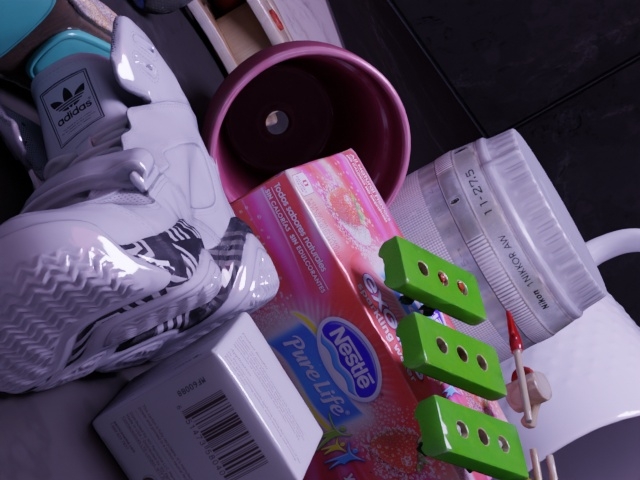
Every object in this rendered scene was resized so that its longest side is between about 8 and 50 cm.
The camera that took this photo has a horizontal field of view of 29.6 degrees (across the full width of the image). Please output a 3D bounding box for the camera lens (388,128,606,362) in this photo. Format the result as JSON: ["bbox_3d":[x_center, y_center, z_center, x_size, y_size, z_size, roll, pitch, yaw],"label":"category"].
[{"bbox_3d":[0.130,0.035,1.271,0.219,0.274,0.219,54,15,-23],"label":"camera lens"}]

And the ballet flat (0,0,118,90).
[{"bbox_3d":[-0.225,-0.169,0.853,0.106,0.107,0.316,53,4,20],"label":"ballet flat"}]

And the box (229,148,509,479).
[{"bbox_3d":[0.020,0.091,1.015,0.300,0.142,0.154,61,25,2],"label":"box"}]

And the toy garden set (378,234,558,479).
[{"bbox_3d":[0.126,0.139,0.936,0.204,0.049,0.244,26,43,-44],"label":"toy garden set"}]

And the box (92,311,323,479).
[{"bbox_3d":[-0.070,0.120,0.779,0.101,0.102,0.087,58,17,-7],"label":"box"}]

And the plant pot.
[{"bbox_3d":[-0.028,-0.108,1.222,0.201,0.201,0.180,54,0,-22],"label":"plant pot"}]

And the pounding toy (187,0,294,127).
[{"bbox_3d":[-0.065,-0.278,1.453,0.269,0.155,0.154,64,11,15],"label":"pounding toy"}]

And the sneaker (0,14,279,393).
[{"bbox_3d":[-0.148,-0.030,0.755,0.210,0.137,0.366,62,9,7],"label":"sneaker"}]

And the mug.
[{"bbox_3d":[0.298,0.140,1.449,0.276,0.374,0.328,37,20,-45],"label":"mug"}]

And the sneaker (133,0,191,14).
[{"bbox_3d":[-0.190,-0.397,1.305,0.130,0.147,0.330,4,76,-43],"label":"sneaker"}]
